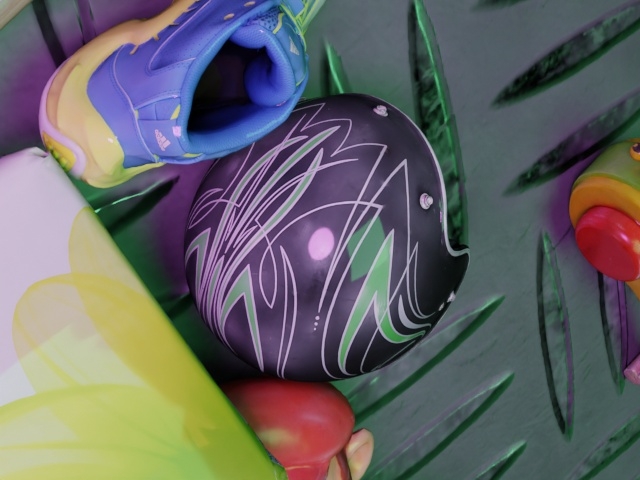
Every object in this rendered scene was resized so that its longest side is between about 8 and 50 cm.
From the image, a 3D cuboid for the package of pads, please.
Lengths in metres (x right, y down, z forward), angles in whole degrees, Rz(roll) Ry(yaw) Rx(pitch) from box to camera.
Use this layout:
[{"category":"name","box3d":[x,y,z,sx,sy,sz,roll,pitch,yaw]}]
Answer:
[{"category":"package of pads","box3d":[-0.195,0.119,0.569,0.296,0.101,0.229,-39,104,-25]}]

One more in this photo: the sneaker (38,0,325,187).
[{"category":"sneaker","box3d":[-0.034,-0.107,0.638,0.240,0.126,0.091,-51,130,-31]}]

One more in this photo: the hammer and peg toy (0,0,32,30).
[{"category":"hammer and peg toy","box3d":[-0.171,-0.113,0.430,0.266,0.127,0.361,-53,158,9]}]

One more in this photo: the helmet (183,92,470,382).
[{"category":"helmet","box3d":[0.000,0.000,0.705,0.169,0.169,0.161,-58,152,-9]}]

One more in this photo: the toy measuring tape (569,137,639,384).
[{"category":"toy measuring tape","box3d":[0.267,0.010,1.021,0.121,0.121,0.330,-43,153,-21]}]

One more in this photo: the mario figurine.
[{"category":"mario figurine","box3d":[-0.016,0.229,0.777,0.198,0.170,0.320,-36,129,-25]}]
